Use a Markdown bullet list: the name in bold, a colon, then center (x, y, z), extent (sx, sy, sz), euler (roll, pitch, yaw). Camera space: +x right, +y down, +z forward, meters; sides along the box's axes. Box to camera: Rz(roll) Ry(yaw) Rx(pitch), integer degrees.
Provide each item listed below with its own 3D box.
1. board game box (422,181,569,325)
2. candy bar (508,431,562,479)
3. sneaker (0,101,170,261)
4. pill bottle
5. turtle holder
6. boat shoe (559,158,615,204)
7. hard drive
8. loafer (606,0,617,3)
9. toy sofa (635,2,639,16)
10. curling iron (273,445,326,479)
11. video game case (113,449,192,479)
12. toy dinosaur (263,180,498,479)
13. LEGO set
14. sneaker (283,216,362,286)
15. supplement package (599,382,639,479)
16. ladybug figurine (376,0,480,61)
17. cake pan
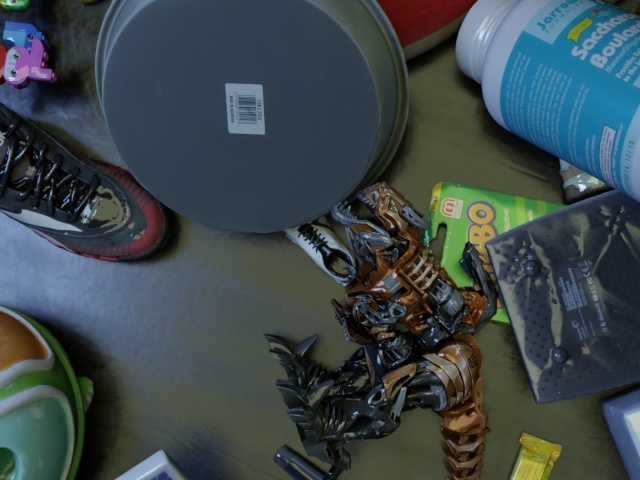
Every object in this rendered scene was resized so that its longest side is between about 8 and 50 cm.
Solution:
- **board game box**: center (0.224, 0.027, 1.414), extent (0.259, 0.039, 0.124), euler (12, 87, 2)
- **candy bar**: center (0.183, 0.263, 1.411), extent (0.040, 0.018, 0.162), euler (22, 89, 9)
- **sneaker**: center (-0.274, -0.060, 1.410), extent (0.276, 0.135, 0.098), euler (27, 87, 4)
- **pill bottle**: center (0.247, -0.139, 1.331), extent (0.264, 0.146, 0.146), euler (33, 90, 36)
- **turtle holder**: center (-0.369, 0.203, 1.354), extent (0.320, 0.227, 0.243), euler (-43, 85, 1)
- **boat shoe**: center (0.319, -0.090, 1.401), extent (0.190, 0.068, 0.072), euler (-12, 74, 4)
- **hard drive**: center (0.289, 0.037, 1.357), extent (0.254, 0.054, 0.172), euler (-18, 88, -5)
- **loafer**: center (0.288, -0.324, 1.415), extent (0.094, 0.087, 0.251), euler (32, 101, -20)
- **toy sofa**: center (0.470, -0.286, 1.343), extent (0.362, 0.177, 0.150), euler (-42, 84, 0)
- **curling iron**: center (0.073, 0.274, 1.406), extent (0.274, 0.035, 0.068), euler (31, 108, 15)
- **video game case**: center (-0.170, 0.300, 1.369), extent (0.183, 0.023, 0.201), euler (-33, 129, 2)
- **toy dinosaur**: center (0.073, 0.115, 1.358), extent (0.218, 0.164, 0.322), euler (-23, 85, -1)
- **LEGO set**: center (-0.261, -0.240, 1.448), extent (0.093, 0.087, 0.227), euler (7, 81, 2)
- **sneaker**: center (0.000, 0.000, 1.430), extent (0.109, 0.044, 0.040), euler (42, 93, 8)
- **supplement package**: center (0.413, 0.188, 1.305), extent (0.262, 0.199, 0.198), euler (-22, 86, 3)
- **ladybug figurine**: center (0.014, -0.310, 1.388), extent (0.449, 0.162, 0.305), euler (-29, 85, 3)
- **cake pan**: center (-0.067, -0.128, 1.336), extent (0.293, 0.054, 0.293), euler (4, 121, 7)
